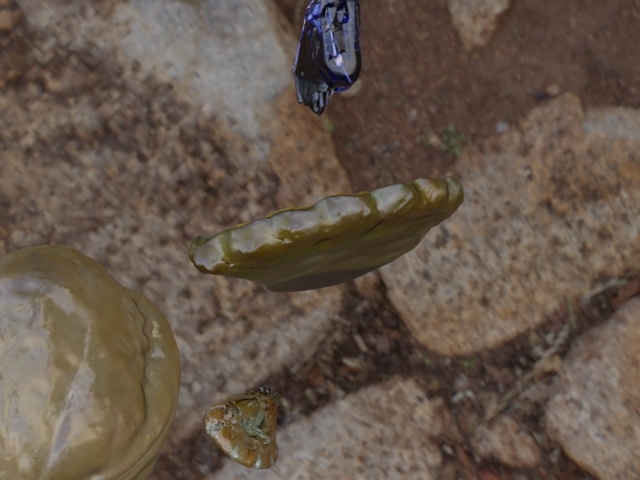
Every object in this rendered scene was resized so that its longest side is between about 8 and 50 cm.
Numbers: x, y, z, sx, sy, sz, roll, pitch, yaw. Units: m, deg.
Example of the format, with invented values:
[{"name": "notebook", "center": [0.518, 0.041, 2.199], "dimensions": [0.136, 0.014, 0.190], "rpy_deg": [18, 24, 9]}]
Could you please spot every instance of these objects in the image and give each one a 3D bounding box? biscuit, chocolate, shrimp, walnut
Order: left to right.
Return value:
[{"name": "walnut", "center": [-0.356, 0.199, 1.785], "dimensions": [0.381, 0.381, 0.381], "rpy_deg": [-13, 56, 20]}, {"name": "shrimp", "center": [-0.076, 0.198, 1.471], "dimensions": [0.091, 0.184, 0.043], "rpy_deg": [43, 107, -1]}, {"name": "biscuit", "center": [0.000, 0.000, 1.604], "dimensions": [0.335, 0.329, 0.078], "rpy_deg": [-12, 80, -22]}, {"name": "chocolate", "center": [0.028, -0.330, 1.751], "dimensions": [0.148, 0.126, 0.343], "rpy_deg": [7, 83, 43]}]
